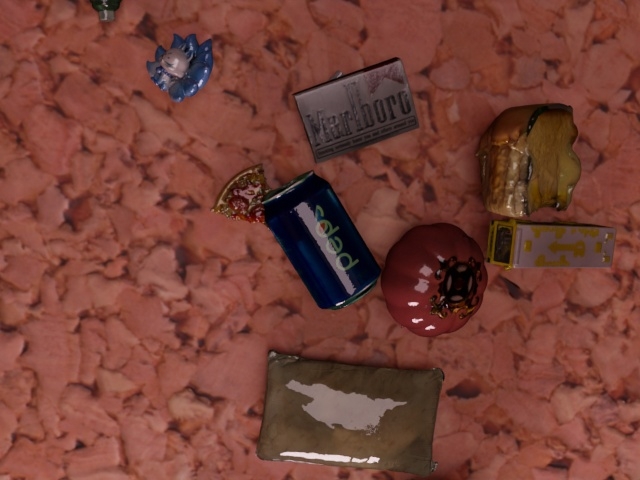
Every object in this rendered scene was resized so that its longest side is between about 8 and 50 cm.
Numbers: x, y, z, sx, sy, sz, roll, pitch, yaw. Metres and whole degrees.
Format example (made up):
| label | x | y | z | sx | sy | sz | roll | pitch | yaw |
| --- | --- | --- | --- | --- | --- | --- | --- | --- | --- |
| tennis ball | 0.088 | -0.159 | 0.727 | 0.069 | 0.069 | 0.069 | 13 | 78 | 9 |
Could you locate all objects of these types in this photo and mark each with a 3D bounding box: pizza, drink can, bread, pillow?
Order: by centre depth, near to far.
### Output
| label | x | y | z | sx | sy | sz | roll | pitch | yaw |
| --- | --- | --- | --- | --- | --- | --- | --- | --- | --- |
| drink can | 0.000 | 0.000 | 1.044 | 0.118 | 0.118 | 0.205 | -32 | 100 | -2 |
| bread | 0.310 | -0.122 | 1.060 | 0.132 | 0.251 | 0.175 | 3 | 101 | 37 |
| pizza | -0.112 | -0.075 | 1.066 | 0.100 | 0.029 | 0.099 | 17 | 94 | -8 |
| pillow | 0.054 | 0.283 | 1.106 | 0.302 | 0.075 | 0.185 | 7 | 94 | -5 |

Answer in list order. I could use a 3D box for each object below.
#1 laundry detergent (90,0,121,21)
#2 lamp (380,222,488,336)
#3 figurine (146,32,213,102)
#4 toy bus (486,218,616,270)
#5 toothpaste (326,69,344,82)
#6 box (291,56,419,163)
| label | x | y | z | sx | sy | sz | roll | pitch | yaw |
| --- | --- | --- | --- | --- | --- | --- | --- | --- | --- |
| laundry detergent | -0.307 | -0.428 | 0.985 | 0.137 | 0.063 | 0.211 | -5 | 98 | -12 |
| lamp | 0.174 | 0.060 | 1.066 | 0.181 | 0.140 | 0.182 | -6 | 102 | -27 |
| figurine | -0.200 | -0.263 | 1.007 | 0.114 | 0.079 | 0.114 | -12 | 64 | 25 |
| toy bus | 0.369 | 0.009 | 1.083 | 0.226 | 0.074 | 0.081 | 3 | 98 | -28 |
| toothpaste | 0.007 | -0.231 | 1.068 | 0.024 | 0.015 | 0.083 | 41 | 96 | -2 |
| box | 0.055 | -0.203 | 1.060 | 0.177 | 0.036 | 0.115 | -20 | 109 | -4 |
